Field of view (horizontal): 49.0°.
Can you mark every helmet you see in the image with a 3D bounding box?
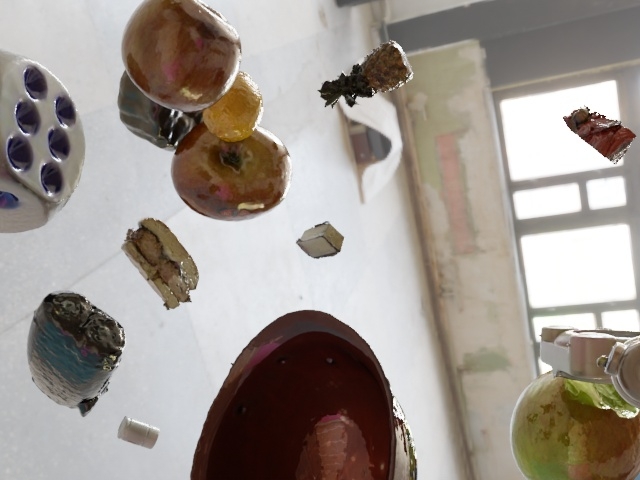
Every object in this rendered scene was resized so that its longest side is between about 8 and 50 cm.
[{"bbox_3d":[0.011,0.322,1.034,0.230,0.337,0.385,35,51,-47],"label":"helmet"}]

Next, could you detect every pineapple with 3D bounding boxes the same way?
[{"bbox_3d":[0.117,-0.428,1.868,0.128,0.248,0.128,54,21,-31],"label":"pineapple"}]

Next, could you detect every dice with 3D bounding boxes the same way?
[{"bbox_3d":[-0.608,-0.181,1.306,0.243,0.251,0.259,45,42,-55],"label":"dice"}]

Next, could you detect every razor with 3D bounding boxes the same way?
[{"bbox_3d":[-0.496,0.233,1.398,0.189,0.327,0.107,36,49,0],"label":"razor"}]

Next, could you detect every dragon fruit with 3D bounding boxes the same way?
[{"bbox_3d":[0.714,-0.285,1.799,0.122,0.092,0.192,18,27,-43],"label":"dragon fruit"}]

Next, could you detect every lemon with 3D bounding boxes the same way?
[{"bbox_3d":[-0.205,-0.316,1.657,0.142,0.142,0.187,49,50,-53],"label":"lemon"}]

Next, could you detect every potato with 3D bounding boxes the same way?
[{"bbox_3d":[-0.001,0.000,1.891,0.086,0.122,0.061,47,55,-23],"label":"potato"}]

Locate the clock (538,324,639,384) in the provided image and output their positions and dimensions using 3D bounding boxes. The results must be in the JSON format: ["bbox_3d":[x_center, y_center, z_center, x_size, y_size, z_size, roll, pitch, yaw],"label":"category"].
[{"bbox_3d":[0.670,0.254,1.564,0.284,0.309,0.114,84,7,-86],"label":"clock"}]

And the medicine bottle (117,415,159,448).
[{"bbox_3d":[-0.445,0.470,1.716,0.089,0.057,0.057,26,50,-20],"label":"medicine bottle"}]

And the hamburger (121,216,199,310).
[{"bbox_3d":[-0.486,0.059,2.110,0.155,0.245,0.282,-42,162,-20],"label":"hamburger"}]

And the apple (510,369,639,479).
[{"bbox_3d":[0.647,0.496,1.770,0.339,0.339,0.340,-8,90,-68],"label":"apple"}]

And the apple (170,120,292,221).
[{"bbox_3d":[-0.222,-0.186,1.819,0.309,0.250,0.278,-14,93,-30],"label":"apple"}]

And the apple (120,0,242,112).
[{"bbox_3d":[-0.245,-0.337,1.249,0.211,0.188,0.211,39,16,-13],"label":"apple"}]

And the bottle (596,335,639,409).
[{"bbox_3d":[0.417,0.167,0.899,0.209,0.110,0.097,25,85,-63],"label":"bottle"}]

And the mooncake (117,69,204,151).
[{"bbox_3d":[-0.392,-0.386,1.876,0.290,0.161,0.290,-44,151,-32],"label":"mooncake"}]
